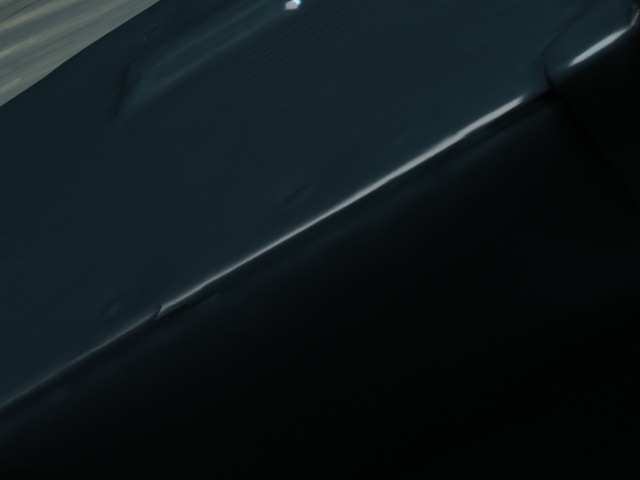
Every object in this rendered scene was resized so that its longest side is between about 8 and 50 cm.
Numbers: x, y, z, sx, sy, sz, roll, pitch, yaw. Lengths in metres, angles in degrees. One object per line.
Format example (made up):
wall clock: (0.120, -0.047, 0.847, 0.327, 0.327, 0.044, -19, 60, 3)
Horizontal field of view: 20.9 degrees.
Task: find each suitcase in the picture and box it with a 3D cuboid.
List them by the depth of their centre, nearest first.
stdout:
suitcase: (0.000, 0.000, 0.594, 0.345, 0.188, 0.339, -32, 25, 13)
